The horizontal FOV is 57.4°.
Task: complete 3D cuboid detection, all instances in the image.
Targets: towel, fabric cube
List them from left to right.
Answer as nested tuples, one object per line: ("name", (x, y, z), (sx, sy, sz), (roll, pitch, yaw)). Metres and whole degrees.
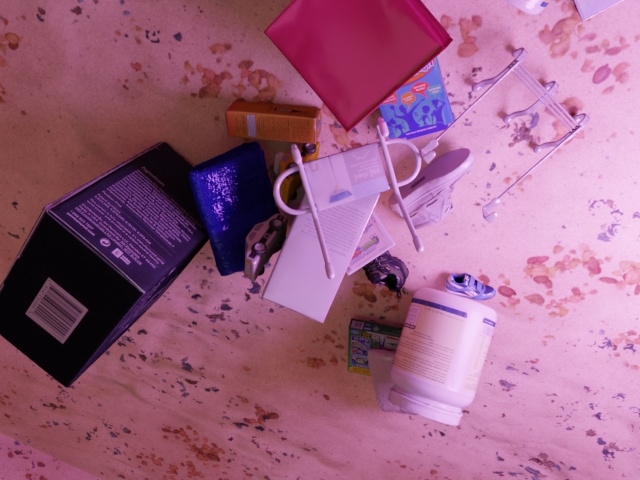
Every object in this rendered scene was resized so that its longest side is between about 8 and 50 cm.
("towel", (-0.202, -0.079, 1.518), (0.076, 0.228, 0.308), (16, 130, 45))
("fabric cube", (0.090, -0.421, 1.204), (0.254, 0.259, 0.258), (-39, 98, 25))
("towel", (0.257, 0.444, 1.829), (0.187, 0.049, 0.282), (1, 127, 18))

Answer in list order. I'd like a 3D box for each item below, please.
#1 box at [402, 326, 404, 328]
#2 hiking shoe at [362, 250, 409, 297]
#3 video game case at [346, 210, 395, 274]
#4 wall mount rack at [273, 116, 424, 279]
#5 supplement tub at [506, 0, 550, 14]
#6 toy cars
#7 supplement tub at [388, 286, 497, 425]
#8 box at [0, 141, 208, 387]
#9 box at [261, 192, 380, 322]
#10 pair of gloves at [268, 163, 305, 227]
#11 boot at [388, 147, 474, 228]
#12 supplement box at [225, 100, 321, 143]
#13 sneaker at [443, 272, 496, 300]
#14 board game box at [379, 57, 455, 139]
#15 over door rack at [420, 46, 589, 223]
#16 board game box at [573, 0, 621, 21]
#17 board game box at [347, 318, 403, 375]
("box", (0.313, 0.298, 1.804), (0.136, 0.028, 0.081), (41, 124, -12))
("hiking shoe", (0.154, 0.061, 1.630), (0.227, 0.114, 0.086), (37, 124, -11))
("video game case", (0.102, -0.006, 1.596), (0.157, 0.019, 0.143), (-35, 80, 15))
("wall mount rack", (0.076, -0.095, 1.301), (0.350, 0.130, 0.304), (-17, 95, 1))
("supplement tub", (0.408, -0.538, 1.072), (0.144, 0.144, 0.199), (30, 126, -7))
("toy cars", (-0.116, -0.089, 1.482), (0.087, 0.176, 0.393), (23, 90, 11))
("supplement tub", (0.327, 0.312, 1.600), (0.236, 0.235, 0.324), (18, 84, 1))
("box", (-0.550, 0.053, 1.567), (0.297, 0.471, 0.480), (42, 123, -6))
("box", (0.000, 0.000, 1.487), (0.168, 0.215, 0.345), (24, 97, -3))
("pair of gloves", (-0.150, -0.119, 1.632), (0.240, 0.042, 0.204), (-1, 123, 14))
("boot", (0.307, -0.126, 1.495), (0.123, 0.095, 0.258), (39, 129, -24))
("supplement box", (-0.117, -0.299, 1.481), (0.234, 0.078, 0.080), (5, 124, 11))
("sneaker", (0.424, 0.129, 1.648), (0.144, 0.053, 0.059), (9, 123, 7))
("board game box", (0.214, -0.349, 1.383), (0.160, 0.047, 0.210), (-13, 118, 22))
("over door rack", (0.414, -0.243, 1.351), (0.239, 0.108, 0.324), (40, 102, -14))
("board game box", (0.584, -0.636, 1.086), (0.319, 0.066, 0.318), (-23, 115, 27))
("board game box", (0.244, 0.360, 1.826), (0.317, 0.046, 0.213), (9, 129, 13))
